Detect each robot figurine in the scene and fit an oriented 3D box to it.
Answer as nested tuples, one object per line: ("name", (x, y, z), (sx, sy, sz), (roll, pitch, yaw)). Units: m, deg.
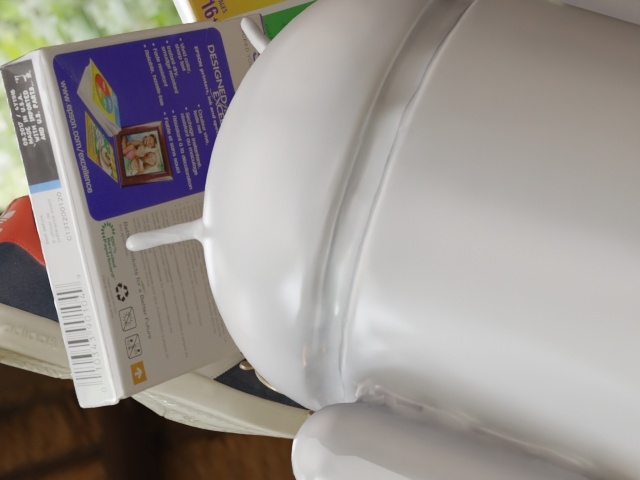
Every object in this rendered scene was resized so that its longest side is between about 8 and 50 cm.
("robot figurine", (0.101, 0.003, 0.807), (0.353, 0.200, 0.300), (18, -127, 15))

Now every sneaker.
("sneaker", (-0.124, 0.064, 1.581), (0.131, 0.350, 0.148), (-8, -117, 59))

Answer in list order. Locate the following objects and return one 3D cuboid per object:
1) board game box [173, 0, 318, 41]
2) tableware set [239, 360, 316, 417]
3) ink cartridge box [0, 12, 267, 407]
("board game box", (0.045, -0.217, 1.557), (0.316, 0.242, 0.064), (-30, -146, -10))
("tableware set", (0.028, 0.115, 1.460), (0.141, 0.020, 0.169), (-9, -144, -41))
("ink cartridge box", (-0.088, -0.025, 1.159), (0.045, 0.206, 0.208), (-10, -175, 38))
